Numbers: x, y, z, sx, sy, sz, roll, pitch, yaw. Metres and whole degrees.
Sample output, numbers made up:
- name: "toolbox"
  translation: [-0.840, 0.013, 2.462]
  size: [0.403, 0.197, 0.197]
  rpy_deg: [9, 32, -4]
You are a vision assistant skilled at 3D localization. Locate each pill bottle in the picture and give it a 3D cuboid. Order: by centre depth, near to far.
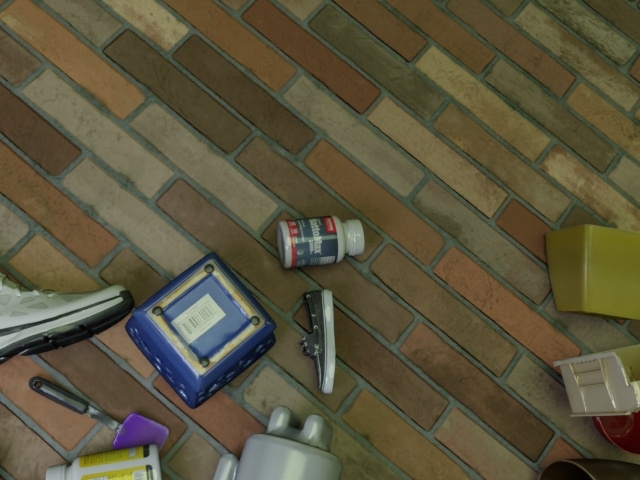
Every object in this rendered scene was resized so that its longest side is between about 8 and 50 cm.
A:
- name: "pill bottle"
  translation: [-0.409, 0.464, 1.469]
  size: [0.208, 0.119, 0.119]
  rpy_deg: [-6, 74, -12]
- name: "pill bottle"
  translation: [0.000, 0.000, 1.697]
  size: [0.180, 0.108, 0.108]
  rpy_deg: [-7, 74, -13]

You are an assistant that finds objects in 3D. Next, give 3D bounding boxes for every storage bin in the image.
- name: "storage bin"
  translation: [0.661, 0.270, 1.552]
  size: [0.262, 0.260, 0.123]
  rpy_deg: [-8, 78, -13]

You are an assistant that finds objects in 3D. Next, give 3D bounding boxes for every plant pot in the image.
- name: "plant pot"
  translation: [-0.236, 0.174, 1.543]
  size: [0.236, 0.212, 0.236]
  rpy_deg: [-39, 84, -19]
- name: "plant pot"
  translation: [0.610, 0.547, 1.604]
  size: [0.230, 0.215, 0.216]
  rpy_deg: [-3, 73, -27]
- name: "plant pot"
  translation: [0.643, 0.080, 1.750]
  size: [0.212, 0.212, 0.187]
  rpy_deg: [9, 85, -8]

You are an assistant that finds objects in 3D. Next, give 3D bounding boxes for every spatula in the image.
- name: "spatula"
  translation: [-0.452, 0.351, 1.543]
  size: [0.296, 0.030, 0.084]
  rpy_deg: [28, 76, -1]

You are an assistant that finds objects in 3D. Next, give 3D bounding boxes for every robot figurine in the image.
- name: "robot figurine"
  translation: [-0.076, 0.505, 1.474]
  size: [0.299, 0.200, 0.354]
  rpy_deg: [9, 69, 22]

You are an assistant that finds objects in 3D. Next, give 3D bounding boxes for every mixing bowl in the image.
- name: "mixing bowl"
  translation: [0.673, 0.385, 1.704]
  size: [0.181, 0.098, 0.182]
  rpy_deg: [3, 71, -10]

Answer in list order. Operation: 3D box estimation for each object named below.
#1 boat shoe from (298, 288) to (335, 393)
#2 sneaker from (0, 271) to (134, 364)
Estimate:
- name: "boat shoe"
  translation: [-0.009, 0.213, 1.645]
  size: [0.076, 0.080, 0.229]
  rpy_deg: [0, 72, -4]
- name: "sneaker"
  translation: [-0.614, 0.101, 1.519]
  size: [0.447, 0.169, 0.258]
  rpy_deg: [-17, 78, -12]
